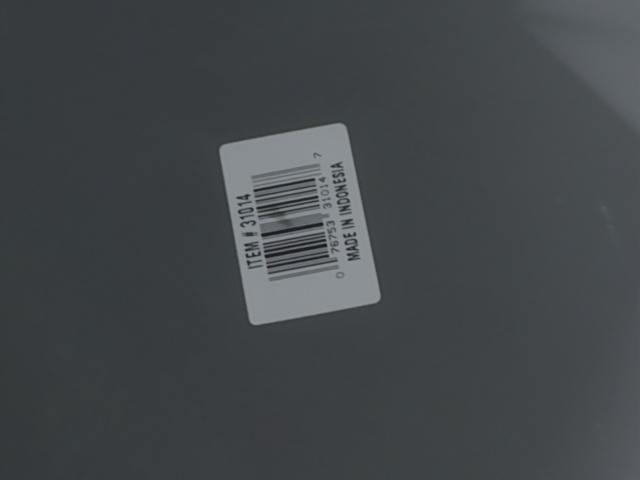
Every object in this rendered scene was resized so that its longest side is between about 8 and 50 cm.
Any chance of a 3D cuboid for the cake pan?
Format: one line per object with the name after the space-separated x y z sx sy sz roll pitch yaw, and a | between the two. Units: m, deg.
0.000 0.000 0.482 0.054 0.293 0.293 79 13 -74 | cake pan
